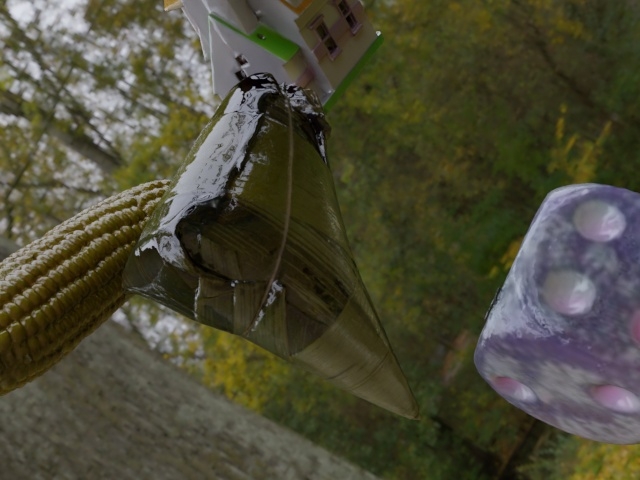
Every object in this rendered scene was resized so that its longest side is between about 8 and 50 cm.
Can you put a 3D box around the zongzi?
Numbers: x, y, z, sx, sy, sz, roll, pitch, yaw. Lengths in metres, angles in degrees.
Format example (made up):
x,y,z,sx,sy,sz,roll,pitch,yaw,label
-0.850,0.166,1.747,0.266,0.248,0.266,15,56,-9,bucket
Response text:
x,y,z,sx,sy,sz,roll,pitch,yaw,label
0.000,0.000,1.030,0.154,0.318,0.289,-48,13,53,zongzi

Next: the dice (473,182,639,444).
x,y,z,sx,sy,sz,roll,pitch,yaw,label
0.383,0.104,1.411,0.270,0.271,0.270,-60,-13,-26,dice

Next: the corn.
x,y,z,sx,sy,sz,roll,pitch,yaw,label
-0.258,0.039,1.076,0.363,0.120,0.120,-44,-18,-49,corn

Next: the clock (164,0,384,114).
x,y,z,sx,sy,sz,roll,pitch,yaw,label
-0.083,-0.311,1.260,0.166,0.309,0.235,-16,26,35,clock
